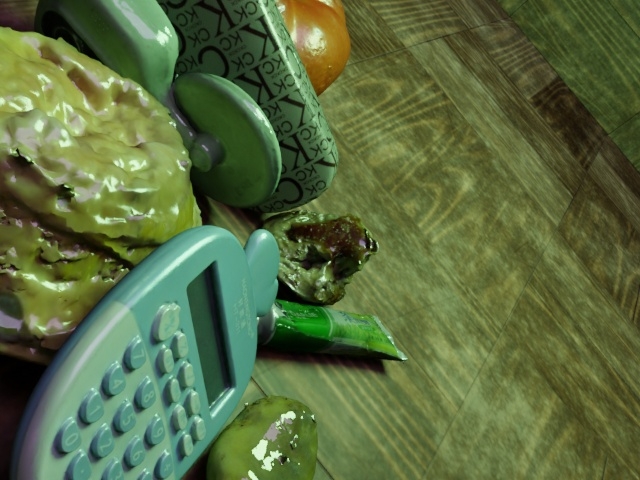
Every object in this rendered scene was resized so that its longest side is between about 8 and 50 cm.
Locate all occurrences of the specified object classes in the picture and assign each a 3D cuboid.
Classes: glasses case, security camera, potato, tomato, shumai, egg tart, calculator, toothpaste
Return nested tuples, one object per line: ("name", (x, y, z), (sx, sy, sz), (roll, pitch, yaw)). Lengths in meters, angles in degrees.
("glasses case", (-0.096, -0.191, 0.802), (0.085, 0.137, 0.354), (-75, 143, -62))
("security camera", (-0.166, -0.144, 0.754), (0.301, 0.157, 0.080), (48, 49, -5))
("potato", (-0.049, 0.190, 0.623), (0.091, 0.070, 0.138), (52, 34, -8))
("tomato", (-0.086, -0.275, 0.948), (0.260, 0.180, 0.259), (29, 38, -25))
("shumai", (-0.004, 0.002, 0.854), (0.123, 0.105, 0.139), (34, 7, -12))
("egg tart", (-0.219, -0.058, 0.593), (0.352, 0.150, 0.352), (35, 29, -23))
("calculator", (-0.113, 0.095, 0.562), (0.302, 0.042, 0.188), (-51, 144, -49))
("toothpaste", (0.000, 0.095, 0.803), (0.248, 0.046, 0.078), (15, 29, -44))
